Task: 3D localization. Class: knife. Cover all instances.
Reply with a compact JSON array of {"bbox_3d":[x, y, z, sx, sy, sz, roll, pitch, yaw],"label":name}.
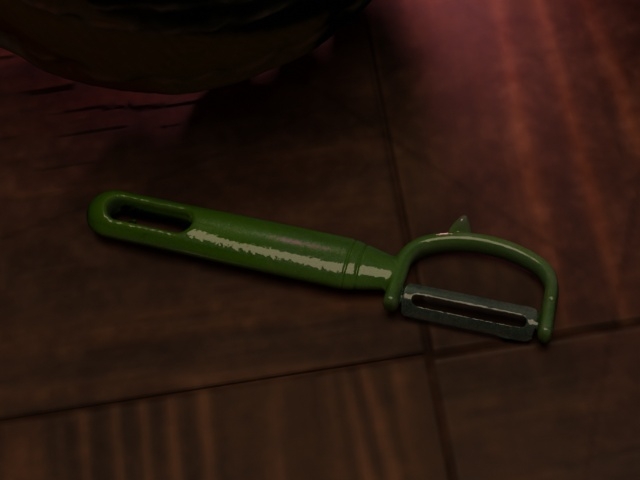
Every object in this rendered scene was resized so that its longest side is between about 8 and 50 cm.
[{"bbox_3d":[0.000,0.000,0.621,0.212,0.015,0.054,11,60,11],"label":"knife"}]

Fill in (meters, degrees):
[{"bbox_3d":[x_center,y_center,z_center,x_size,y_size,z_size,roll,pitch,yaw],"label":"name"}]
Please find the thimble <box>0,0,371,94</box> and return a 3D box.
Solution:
[{"bbox_3d":[-0.085,-0.210,0.630,0.288,0.167,0.254,42,74,5],"label":"thimble"}]
